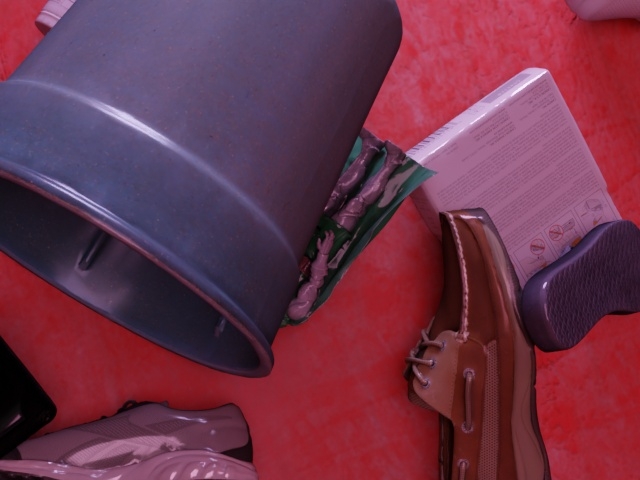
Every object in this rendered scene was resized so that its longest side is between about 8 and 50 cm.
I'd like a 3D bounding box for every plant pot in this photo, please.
[{"bbox_3d":[-0.111,-0.107,0.990,0.341,0.341,0.334,32,72,-5],"label":"plant pot"}]

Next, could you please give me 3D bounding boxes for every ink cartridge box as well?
[{"bbox_3d":[0.205,-0.037,1.173,0.181,0.056,0.224,-35,110,-11],"label":"ink cartridge box"}]

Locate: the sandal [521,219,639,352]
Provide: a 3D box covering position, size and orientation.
[{"bbox_3d":[0.259,0.040,1.108,0.254,0.054,0.097,-15,90,-48],"label":"sandal"}]

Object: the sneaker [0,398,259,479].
[{"bbox_3d":[-0.194,0.203,1.056,0.272,0.100,0.108,-1,52,-4],"label":"sneaker"}]

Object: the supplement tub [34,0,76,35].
[{"bbox_3d":[-0.219,-0.233,1.097,0.071,0.071,0.107,34,81,-5],"label":"supplement tub"}]

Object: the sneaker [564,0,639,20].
[{"bbox_3d":[0.412,-0.242,1.189,0.293,0.108,0.169,-19,85,-12],"label":"sneaker"}]

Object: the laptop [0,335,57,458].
[{"bbox_3d":[-0.522,0.087,1.001,0.382,0.236,0.408,-37,110,-11],"label":"laptop"}]

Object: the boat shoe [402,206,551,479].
[{"bbox_3d":[0.142,0.133,1.089,0.120,0.122,0.324,-10,94,-1],"label":"boat shoe"}]

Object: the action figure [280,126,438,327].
[{"bbox_3d":[0.000,0.000,1.098,0.063,0.137,0.232,33,90,-39],"label":"action figure"}]
